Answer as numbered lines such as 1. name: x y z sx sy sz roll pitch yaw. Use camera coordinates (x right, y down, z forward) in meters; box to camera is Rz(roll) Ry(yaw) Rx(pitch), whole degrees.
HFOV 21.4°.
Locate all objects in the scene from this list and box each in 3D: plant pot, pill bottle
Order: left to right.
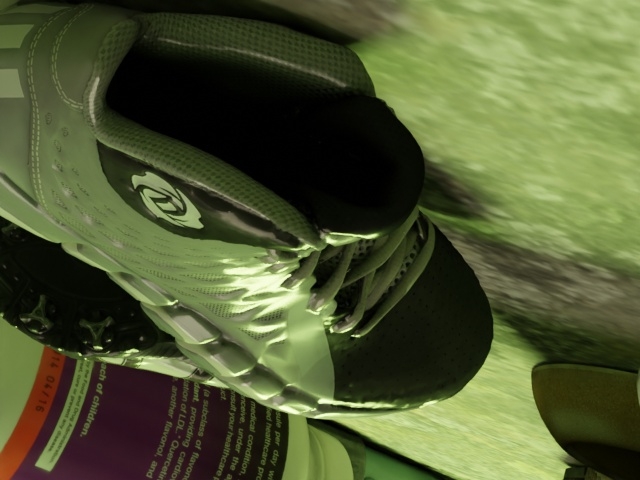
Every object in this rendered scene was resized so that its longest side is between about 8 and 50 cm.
1. pill bottle: -0.136 0.140 1.175 0.323 0.181 0.181 28 167 -33
2. plant pot: 0.210 0.116 0.822 0.236 0.032 0.236 20 168 4

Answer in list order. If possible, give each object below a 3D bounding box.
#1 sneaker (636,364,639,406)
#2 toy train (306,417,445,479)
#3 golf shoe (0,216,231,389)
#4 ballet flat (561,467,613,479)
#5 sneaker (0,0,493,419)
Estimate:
1. sneaker: 0.194 0.073 0.546 0.212 0.080 0.094 20 -179 -5
2. toy train: 0.000 0.240 1.570 0.190 0.142 0.334 -4 156 43
3. golf shoe: -0.077 0.036 0.835 0.198 0.077 0.094 19 169 14
4. ballet flat: 0.189 0.172 1.064 0.084 0.058 0.250 20 169 -1
5. sneaker: 0.000 0.000 0.502 0.229 0.086 0.132 29 164 -36
